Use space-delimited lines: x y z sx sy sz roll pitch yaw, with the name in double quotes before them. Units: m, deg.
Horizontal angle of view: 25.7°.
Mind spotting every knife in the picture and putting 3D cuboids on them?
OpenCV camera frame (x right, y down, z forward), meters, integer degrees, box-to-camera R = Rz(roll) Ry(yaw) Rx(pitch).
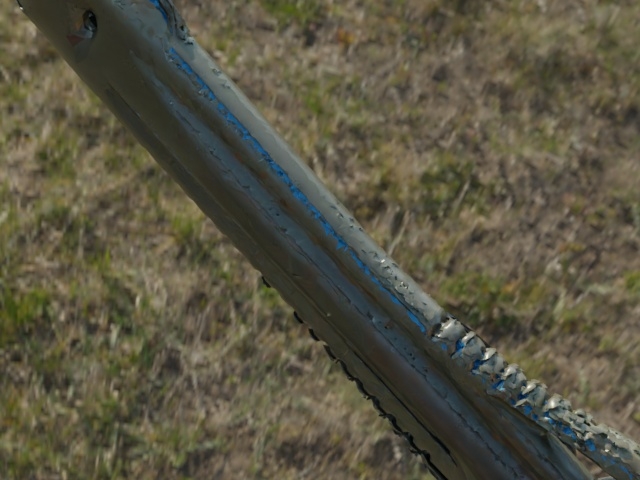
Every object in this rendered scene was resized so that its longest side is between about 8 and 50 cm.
"knife" 0.003 -0.002 0.547 0.365 0.089 0.043 47 39 7
